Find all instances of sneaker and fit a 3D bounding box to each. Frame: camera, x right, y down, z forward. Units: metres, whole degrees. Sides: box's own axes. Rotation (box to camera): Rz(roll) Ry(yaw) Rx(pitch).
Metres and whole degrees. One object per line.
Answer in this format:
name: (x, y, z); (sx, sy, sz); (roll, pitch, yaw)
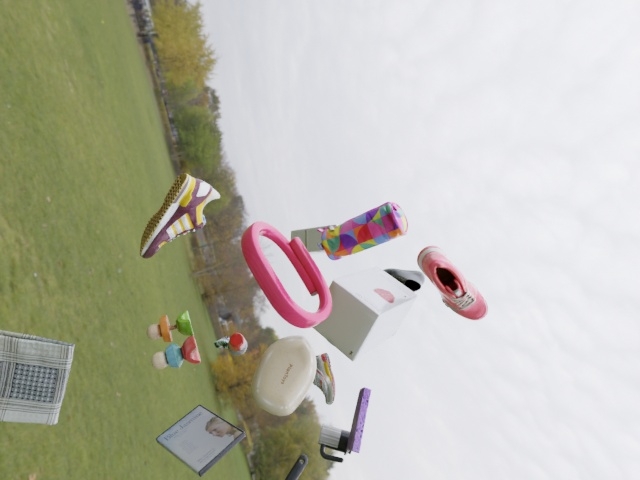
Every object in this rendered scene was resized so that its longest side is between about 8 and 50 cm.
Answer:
sneaker: (0.309, 0.165, 1.803); (0.118, 0.222, 0.083); (-30, 112, -68)
sneaker: (0.008, 0.563, 1.794); (0.088, 0.092, 0.225); (-77, 154, -77)
sneaker: (-0.392, 0.420, 1.849); (0.098, 0.069, 0.038); (-8, -75, 39)
sneaker: (-0.257, -0.029, 0.801); (0.185, 0.084, 0.069); (-50, -145, 20)
sneaker: (0.423, 0.160, 1.398); (0.314, 0.116, 0.136); (45, 12, -13)

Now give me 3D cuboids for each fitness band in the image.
fitness band: (-0.081, 0.078, 1.072); (0.291, 0.054, 0.209); (57, 26, 10)

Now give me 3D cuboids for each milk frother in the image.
milk frother: (0.062, 0.769, 1.704); (0.129, 0.134, 0.143); (-69, 170, -52)

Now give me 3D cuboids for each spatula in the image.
spatula: (-0.124, 0.752, 1.274); (0.084, 0.296, 0.030); (32, -4, 17)

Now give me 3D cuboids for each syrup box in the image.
syrup box: (0.000, 0.000, 1.724); (0.236, 0.093, 0.096); (-5, -98, 39)

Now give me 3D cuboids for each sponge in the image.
sponge: (0.135, 0.623, 1.537); (0.117, 0.031, 0.210); (101, 5, -66)

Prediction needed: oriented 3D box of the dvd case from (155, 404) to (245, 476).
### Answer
dvd case: (-0.387, 0.632, 1.420); (0.253, 0.180, 0.022); (8, -61, 41)

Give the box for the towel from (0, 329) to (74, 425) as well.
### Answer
towel: (-1.022, 0.458, 1.468); (0.056, 0.324, 0.312); (-135, -118, -71)

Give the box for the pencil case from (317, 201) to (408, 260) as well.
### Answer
pencil case: (0.109, -0.023, 1.160); (0.104, 0.236, 0.104); (44, 35, -43)

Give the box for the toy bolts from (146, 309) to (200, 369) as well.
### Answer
toy bolts: (-0.532, 0.399, 1.605); (0.228, 0.158, 0.218); (-139, -142, -61)

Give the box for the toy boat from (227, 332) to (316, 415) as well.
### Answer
toy boat: (-0.172, 0.410, 1.480); (0.318, 0.267, 0.148); (31, -25, 5)

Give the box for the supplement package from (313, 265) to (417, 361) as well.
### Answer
supplement package: (0.141, 0.214, 1.367); (0.177, 0.293, 0.175); (36, -67, 25)
